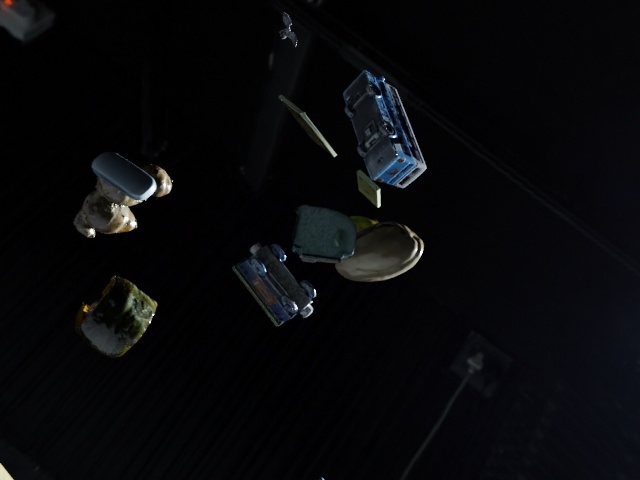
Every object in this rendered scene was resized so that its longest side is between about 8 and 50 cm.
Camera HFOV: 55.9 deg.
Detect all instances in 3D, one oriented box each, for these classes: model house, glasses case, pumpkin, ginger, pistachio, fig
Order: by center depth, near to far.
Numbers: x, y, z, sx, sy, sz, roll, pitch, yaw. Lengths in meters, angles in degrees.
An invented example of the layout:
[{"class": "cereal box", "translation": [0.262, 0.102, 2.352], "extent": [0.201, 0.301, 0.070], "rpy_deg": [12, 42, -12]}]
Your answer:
[{"class": "model house", "translation": [0.000, 0.000, 1.402], "extent": [0.149, 0.119, 0.148], "rpy_deg": [9, -16, -7]}, {"class": "glasses case", "translation": [-0.466, -0.153, 1.429], "extent": [0.179, 0.067, 0.045], "rpy_deg": [32, -29, 21]}, {"class": "pistachio", "translation": [0.143, 0.030, 1.471], "extent": [0.215, 0.143, 0.143], "rpy_deg": [-16, -53, 17]}, {"class": "pumpkin", "translation": [-0.545, 0.186, 1.605], "extent": [0.139, 0.190, 0.280], "rpy_deg": [39, -3, -24]}, {"class": "fig", "translation": [0.115, -0.015, 1.936], "extent": [0.153, 0.120, 0.136], "rpy_deg": [9, -17, 2]}, {"class": "ginger", "translation": [-0.732, -0.151, 2.173], "extent": [0.256, 0.375, 0.176], "rpy_deg": [38, 9, -27]}]

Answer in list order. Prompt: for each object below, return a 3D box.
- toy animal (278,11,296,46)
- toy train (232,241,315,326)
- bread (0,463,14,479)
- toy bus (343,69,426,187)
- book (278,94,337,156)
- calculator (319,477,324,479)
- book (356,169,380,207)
[{"class": "toy animal", "translation": [-0.079, -0.478, 1.390], "extent": [0.050, 0.028, 0.084], "rpy_deg": [-19, -93, 42]}, {"class": "toy train", "translation": [-0.151, 0.144, 2.052], "extent": [0.299, 0.131, 0.202], "rpy_deg": [54, -32, -4]}, {"class": "bread", "translation": [-0.527, 0.438, 0.936], "extent": [0.098, 0.147, 0.217], "rpy_deg": [-27, -82, 19]}, {"class": "toy bus", "translation": [0.152, -0.275, 1.486], "extent": [0.131, 0.297, 0.106], "rpy_deg": [16, -43, -36]}, {"class": "book", "translation": [-0.037, -0.330, 1.742], "extent": [0.138, 0.016, 0.198], "rpy_deg": [46, 0, 44]}, {"class": "calculator", "translation": [-0.029, 0.476, 0.939], "extent": [0.039, 0.210, 0.121], "rpy_deg": [17, -14, 5]}, {"class": "book", "translation": [0.127, -0.135, 1.576], "extent": [0.077, 0.014, 0.111], "rpy_deg": [46, -9, 19]}]
